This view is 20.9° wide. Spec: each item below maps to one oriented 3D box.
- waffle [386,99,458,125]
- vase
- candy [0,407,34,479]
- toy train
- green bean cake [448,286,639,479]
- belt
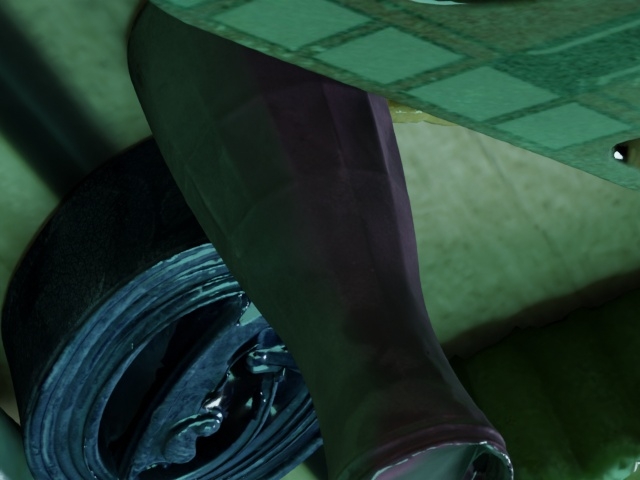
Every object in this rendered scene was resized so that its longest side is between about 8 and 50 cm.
[{"bbox_3d":[0.088,-0.081,0.690,0.152,0.023,0.097,3,137,-28],"label":"waffle"},{"bbox_3d":[0.000,0.000,0.585,0.086,0.214,0.086,-14,143,-11],"label":"vase"},{"bbox_3d":[-0.170,0.143,0.785,0.138,0.071,0.174,-34,150,-1],"label":"candy"},{"bbox_3d":[0.066,-0.111,0.533,0.326,0.129,0.159,15,158,-41],"label":"toy train"},{"bbox_3d":[0.145,0.121,0.896,0.214,0.113,0.200,-22,144,1],"label":"green bean cake"},{"bbox_3d":[-0.055,0.043,0.721,0.141,0.082,0.190,13,130,-31],"label":"belt"}]
